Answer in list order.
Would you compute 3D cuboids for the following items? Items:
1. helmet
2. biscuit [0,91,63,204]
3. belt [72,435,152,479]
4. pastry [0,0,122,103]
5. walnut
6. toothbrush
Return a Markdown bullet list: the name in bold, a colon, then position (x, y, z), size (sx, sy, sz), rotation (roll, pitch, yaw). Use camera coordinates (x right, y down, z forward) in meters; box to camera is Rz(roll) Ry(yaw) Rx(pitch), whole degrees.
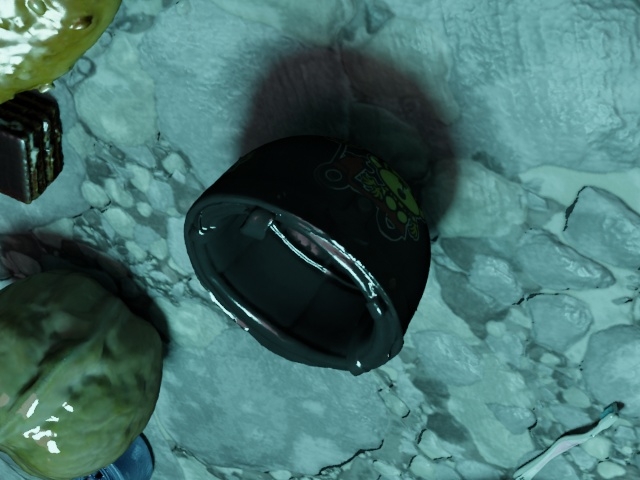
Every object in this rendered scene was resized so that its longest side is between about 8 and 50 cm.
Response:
- **helmet**: position (0.000, 0.000, 1.221), size (0.230, 0.160, 0.279), rotation (39, 156, -6)
- **biscuit**: position (-0.468, -0.160, 1.449), size (0.388, 0.073, 0.107), rotation (23, 139, 14)
- **belt**: position (-0.315, 0.320, 1.832), size (0.141, 0.082, 0.190), rotation (33, 140, 9)
- **pastry**: position (-0.325, -0.259, 1.123), size (0.316, 0.184, 0.284), rotation (-11, 135, 9)
- **walnut**: position (-0.317, 0.162, 1.558), size (0.248, 0.248, 0.248), rotation (19, 139, 18)
- **toothbrush**: position (0.259, 0.221, 1.380), size (0.017, 0.022, 0.204), rotation (22, 143, -11)
